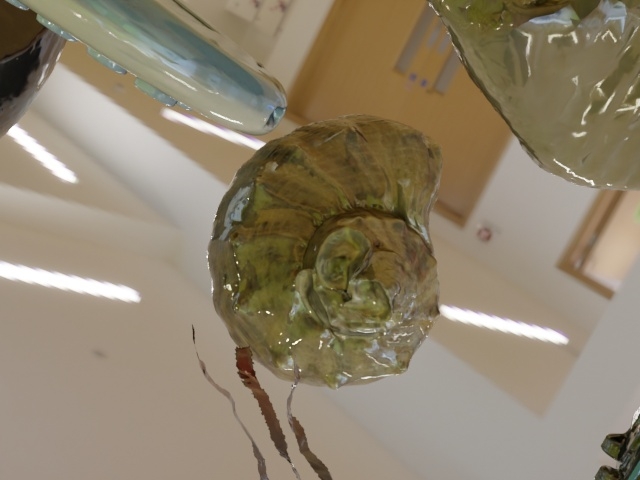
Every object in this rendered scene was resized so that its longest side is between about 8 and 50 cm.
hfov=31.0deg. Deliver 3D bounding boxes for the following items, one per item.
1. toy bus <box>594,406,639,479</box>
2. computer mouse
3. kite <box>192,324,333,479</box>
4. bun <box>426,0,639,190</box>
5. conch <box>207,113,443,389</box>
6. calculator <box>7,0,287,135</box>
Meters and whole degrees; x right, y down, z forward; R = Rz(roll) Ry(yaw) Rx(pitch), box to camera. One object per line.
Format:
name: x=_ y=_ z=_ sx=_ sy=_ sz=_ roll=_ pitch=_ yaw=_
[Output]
toy bus: x=0.119 y=0.068 z=0.374 sx=0.046 sy=0.038 sz=0.083 roll=31 pitch=-169 yaw=12
computer mouse: x=-0.219 y=-0.138 z=0.795 sx=0.087 sy=0.168 sz=0.295 roll=41 pitch=-131 yaw=-15
kite: x=0.017 y=0.137 z=0.376 sx=0.141 sy=0.015 sz=0.245 roll=33 pitch=-152 yaw=-60
bun: x=0.165 y=-0.167 z=0.512 sx=0.282 sy=0.281 sz=0.204 roll=20 pitch=-146 yaw=-34
conch: x=-0.012 y=-0.002 z=0.896 sx=0.159 sy=0.210 sz=0.291 roll=10 pitch=-175 yaw=-30
calculator: x=-0.141 y=-0.141 z=0.508 sx=0.303 sy=0.042 sz=0.188 roll=38 pitch=-171 yaw=4
